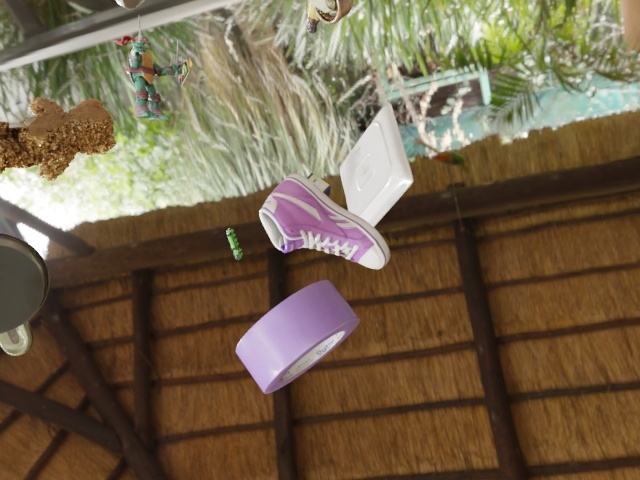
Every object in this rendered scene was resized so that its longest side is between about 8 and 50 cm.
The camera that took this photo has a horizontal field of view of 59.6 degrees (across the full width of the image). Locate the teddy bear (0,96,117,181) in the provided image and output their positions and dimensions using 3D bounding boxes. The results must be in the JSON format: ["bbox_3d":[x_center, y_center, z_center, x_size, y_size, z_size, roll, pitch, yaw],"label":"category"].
[{"bbox_3d":[-0.693,-0.252,1.405,0.245,0.113,0.338,39,-128,18],"label":"teddy bear"}]

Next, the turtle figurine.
[{"bbox_3d":[-0.423,-0.420,1.385,0.118,0.235,0.175,3,-170,28],"label":"turtle figurine"}]

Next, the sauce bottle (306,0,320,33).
[{"bbox_3d":[-0.014,-0.578,1.411,0.042,0.042,0.128,-23,165,-15],"label":"sauce bottle"}]

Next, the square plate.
[{"bbox_3d":[0.163,-0.224,1.859,0.049,0.347,0.344,9,-127,-26],"label":"square plate"}]

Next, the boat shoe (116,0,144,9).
[{"bbox_3d":[-0.458,-0.601,1.163,0.127,0.158,0.340,-51,-173,4],"label":"boat shoe"}]

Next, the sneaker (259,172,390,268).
[{"bbox_3d":[-0.001,0.000,1.157,0.161,0.282,0.102,-52,175,-37],"label":"sneaker"}]

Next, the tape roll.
[{"bbox_3d":[-0.034,0.152,0.884,0.189,0.080,0.189,-36,162,-13],"label":"tape roll"}]

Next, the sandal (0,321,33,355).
[{"bbox_3d":[-0.912,0.189,1.576,0.120,0.303,0.086,-25,-174,6],"label":"sandal"}]

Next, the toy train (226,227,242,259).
[{"bbox_3d":[-0.207,0.009,1.338,0.017,0.083,0.024,-7,-149,18],"label":"toy train"}]

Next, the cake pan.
[{"bbox_3d":[-0.869,0.124,1.469,0.293,0.294,0.054,-27,-151,-23],"label":"cake pan"}]

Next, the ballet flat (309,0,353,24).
[{"bbox_3d":[-0.026,-0.611,1.212,0.107,0.316,0.106,2,-128,44],"label":"ballet flat"}]

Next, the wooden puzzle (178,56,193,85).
[{"bbox_3d":[-0.462,-0.574,1.900,0.014,0.116,0.079,8,-133,-33],"label":"wooden puzzle"}]

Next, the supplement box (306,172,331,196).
[{"bbox_3d":[-0.024,-0.164,1.862,0.083,0.056,0.083,37,-113,13],"label":"supplement box"}]
